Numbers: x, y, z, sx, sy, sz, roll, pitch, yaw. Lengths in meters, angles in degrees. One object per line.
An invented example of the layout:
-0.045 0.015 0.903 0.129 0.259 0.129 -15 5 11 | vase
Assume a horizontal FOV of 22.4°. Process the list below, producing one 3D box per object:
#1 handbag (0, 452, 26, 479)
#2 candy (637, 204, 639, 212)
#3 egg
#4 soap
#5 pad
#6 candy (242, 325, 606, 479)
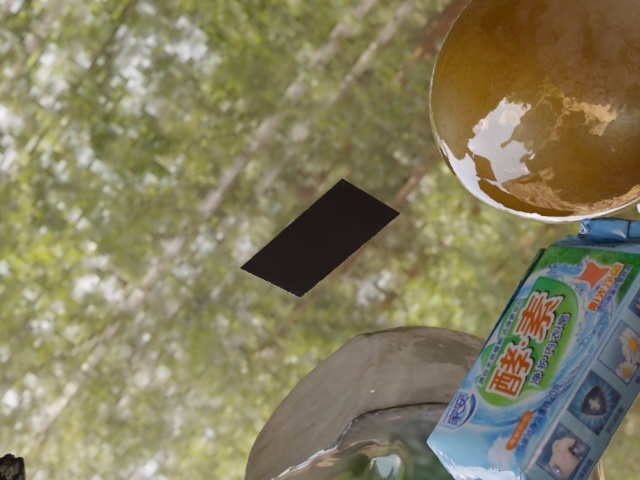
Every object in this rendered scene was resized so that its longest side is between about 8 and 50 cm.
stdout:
-0.343 0.471 1.843 0.416 0.180 0.316 80 180 -46 | handbag
0.570 -0.121 2.274 0.116 0.265 0.155 89 180 -72 | candy
0.279 -0.171 1.703 0.282 0.351 0.282 50 168 15 | egg
0.211 0.107 1.411 0.077 0.293 0.156 40 163 -25 | soap
0.000 0.000 2.144 0.127 0.190 0.004 29 -153 -44 | pad
0.134 0.278 1.918 0.427 0.386 0.186 23 -154 -17 | candy
